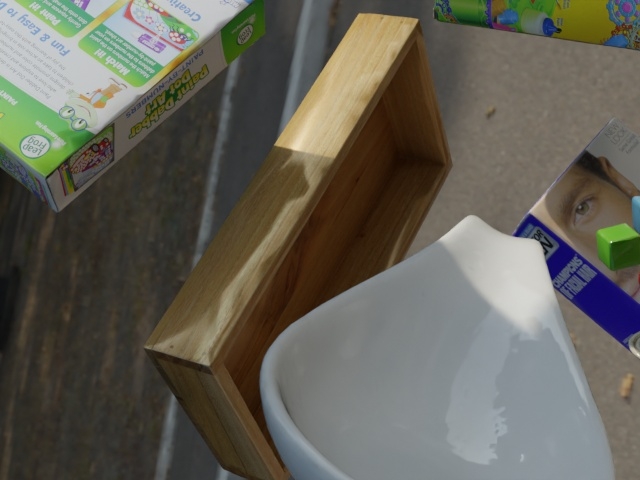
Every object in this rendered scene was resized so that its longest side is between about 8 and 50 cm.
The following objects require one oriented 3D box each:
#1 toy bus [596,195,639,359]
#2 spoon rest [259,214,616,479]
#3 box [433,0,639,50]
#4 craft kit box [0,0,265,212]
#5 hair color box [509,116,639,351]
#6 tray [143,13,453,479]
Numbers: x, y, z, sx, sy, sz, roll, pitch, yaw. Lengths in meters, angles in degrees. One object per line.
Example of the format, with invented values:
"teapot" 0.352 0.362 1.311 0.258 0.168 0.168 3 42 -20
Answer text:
"toy bus" 0.301 -0.017 0.764 0.202 0.190 0.104 -80 -20 -63
"spoon rest" 0.059 0.048 0.460 0.276 0.137 0.084 -50 -19 -71
"box" 0.282 -0.374 1.132 0.279 0.177 0.290 20 121 41
"craft kit box" -0.218 -0.180 0.889 0.246 0.250 0.061 -44 -22 -25
"hair color box" 0.412 0.036 1.259 0.185 0.339 0.110 -45 -12 -22
"tray" 0.000 0.000 0.994 0.411 0.076 0.203 -59 -33 -30
